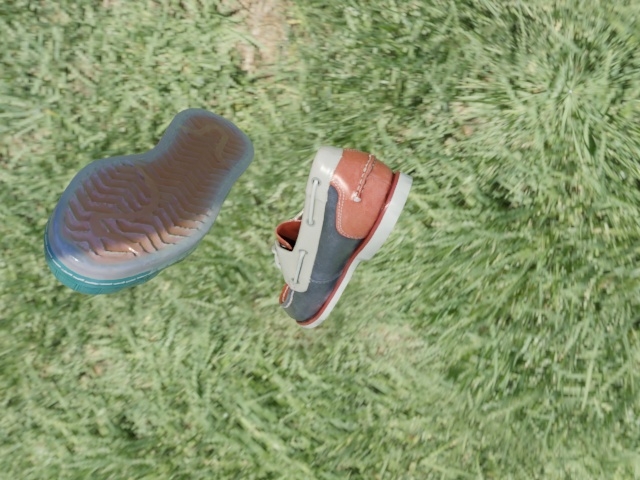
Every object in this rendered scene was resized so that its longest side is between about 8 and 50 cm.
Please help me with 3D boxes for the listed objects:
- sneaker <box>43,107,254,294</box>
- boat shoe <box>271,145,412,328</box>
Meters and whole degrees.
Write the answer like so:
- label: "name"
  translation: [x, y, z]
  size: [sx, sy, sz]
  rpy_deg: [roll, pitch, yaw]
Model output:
- label: "sneaker"
  translation: [-0.149, -0.012, 0.875]
  size: [0.108, 0.302, 0.121]
  rpy_deg: [35, 118, 1]
- label: "boat shoe"
  translation: [0.000, 0.000, 0.481]
  size: [0.043, 0.137, 0.049]
  rpy_deg: [22, 60, -6]
